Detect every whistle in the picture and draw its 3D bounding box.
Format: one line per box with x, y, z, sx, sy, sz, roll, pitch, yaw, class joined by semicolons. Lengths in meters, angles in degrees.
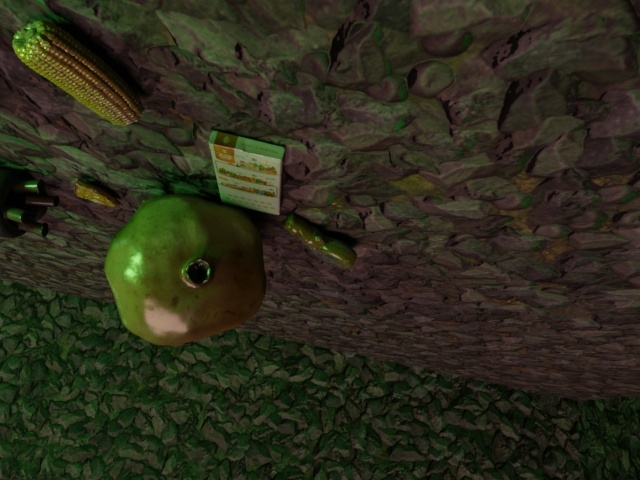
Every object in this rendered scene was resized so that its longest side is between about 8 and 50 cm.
0.000;0.000;1.014;0.198;0.057;0.104;37;164;-31;whistle

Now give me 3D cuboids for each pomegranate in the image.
-0.268;0.064;0.953;0.332;0.332;0.332;10;158;4;pomegranate

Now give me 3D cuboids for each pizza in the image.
-0.523;-0.111;1.040;0.108;0.026;0.123;4;159;26;pizza

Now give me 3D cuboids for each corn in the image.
-0.318;-0.219;0.621;0.085;0.063;0.165;-9;153;23;corn

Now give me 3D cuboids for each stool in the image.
-0.685;-0.090;1.046;0.139;0.153;0.228;9;-159;-2;stool

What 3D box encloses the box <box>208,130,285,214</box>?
-0.128;-0.112;0.825;0.122;0.032;0.220;14;159;-1;box
